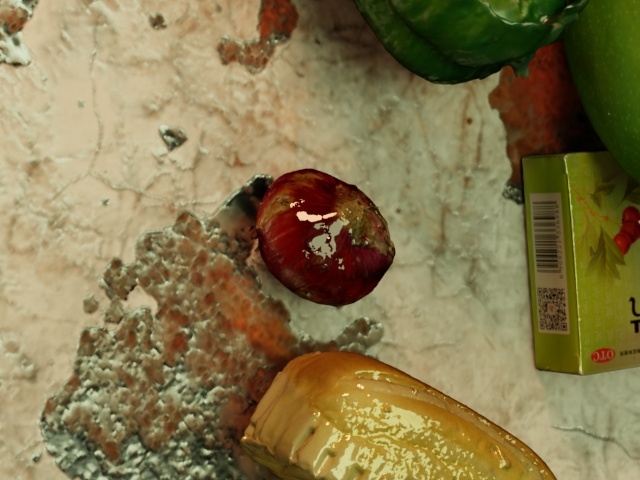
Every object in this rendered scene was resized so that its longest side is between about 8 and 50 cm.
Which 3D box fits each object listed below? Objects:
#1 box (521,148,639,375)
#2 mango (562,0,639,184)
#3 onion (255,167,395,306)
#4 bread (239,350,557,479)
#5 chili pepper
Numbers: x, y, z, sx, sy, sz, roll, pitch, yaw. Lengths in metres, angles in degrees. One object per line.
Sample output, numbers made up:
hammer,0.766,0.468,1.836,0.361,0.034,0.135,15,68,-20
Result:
box,0.290,0.007,1.457,0.260,0.062,0.175,-6,93,-30
mango,0.283,-0.211,1.346,0.201,0.225,0.382,14,71,-52
onion,0.000,0.000,1.277,0.107,0.097,0.107,32,32,-22
bread,0.066,0.160,1.285,0.236,0.140,0.106,31,79,-27
chili pepper,0.048,-0.281,1.266,0.213,0.167,0.385,-29,93,-42
